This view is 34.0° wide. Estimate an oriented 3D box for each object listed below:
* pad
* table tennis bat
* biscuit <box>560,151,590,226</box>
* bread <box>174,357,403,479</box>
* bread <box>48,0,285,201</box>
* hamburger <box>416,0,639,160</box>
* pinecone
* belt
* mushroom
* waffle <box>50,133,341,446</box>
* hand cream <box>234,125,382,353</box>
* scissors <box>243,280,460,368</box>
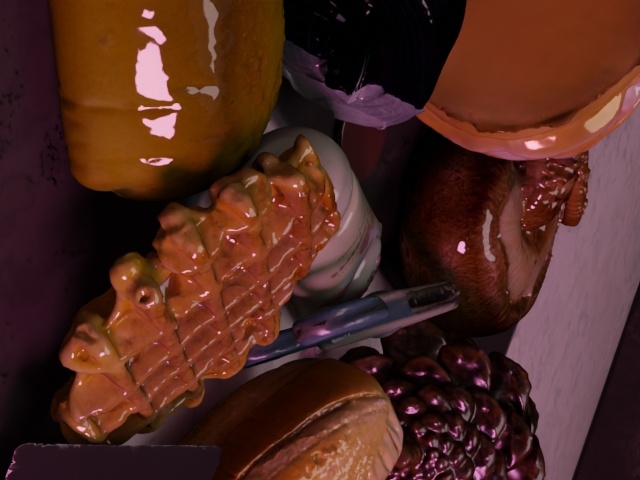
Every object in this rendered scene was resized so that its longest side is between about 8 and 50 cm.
[{"bbox_3d":[-0.171,0.250,0.694,0.159,0.009,0.265,12,103,-44],"label":"pad"},{"bbox_3d":[0.038,-0.122,0.985,0.095,0.014,0.158,-51,149,-35],"label":"table tennis bat"},{"bbox_3d":[0.319,-0.167,1.354,0.305,0.038,0.305,-4,90,-82],"label":"biscuit"},{"bbox_3d":[-0.046,0.188,0.830,0.236,0.140,0.106,-41,122,-31],"label":"bread"},{"bbox_3d":[-0.080,-0.202,0.589,0.166,0.112,0.384,-39,138,-49],"label":"bread"},{"bbox_3d":[0.194,-0.198,0.995,0.237,0.276,0.276,33,74,-74],"label":"hamburger"},{"bbox_3d":[0.105,0.208,1.067,0.309,0.244,0.244,81,31,-76],"label":"pinecone"},{"bbox_3d":[0.028,-0.169,0.786,0.198,0.151,0.078,82,29,-57],"label":"belt"},{"bbox_3d":[0.189,-0.031,1.178,0.297,0.163,0.278,-19,130,-61],"label":"mushroom"},{"bbox_3d":[-0.071,0.036,0.702,0.253,0.056,0.249,-52,163,15],"label":"waffle"},{"bbox_3d":[0.000,0.000,0.916,0.147,0.093,0.306,-64,163,-13],"label":"hand cream"},{"bbox_3d":[0.048,0.067,0.935,0.289,0.138,0.041,-11,76,-53],"label":"scissors"}]
